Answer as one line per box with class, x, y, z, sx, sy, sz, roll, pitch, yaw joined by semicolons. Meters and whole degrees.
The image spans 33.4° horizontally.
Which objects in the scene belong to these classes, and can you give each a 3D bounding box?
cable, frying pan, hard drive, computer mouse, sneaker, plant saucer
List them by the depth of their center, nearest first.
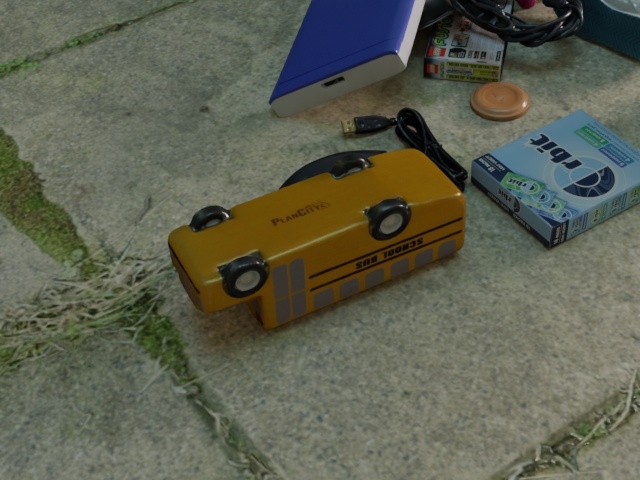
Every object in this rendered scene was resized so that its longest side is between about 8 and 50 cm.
computer mouse;0.045;-0.109;1.389;0.262;0.060;0.184;-16;46;-12
plant saucer;0.252;-0.198;1.500;0.083;0.013;0.083;-2;43;2
hard drive;0.054;-0.320;1.558;0.210;0.040;0.319;-17;36;31
frying pan;0.166;-0.347;1.571;0.197;0.053;0.326;-27;30;18
cable;0.307;-0.341;1.576;0.184;0.047;0.150;25;46;32
sneaker;0.441;-0.345;1.597;0.092;0.087;0.228;-29;56;-33

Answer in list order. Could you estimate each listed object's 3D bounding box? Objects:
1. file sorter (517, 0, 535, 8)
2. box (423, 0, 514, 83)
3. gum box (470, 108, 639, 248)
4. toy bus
file sorter;0.356;-0.549;1.728;0.182;0.202;0.291;-13;44;-14
box;0.226;-0.314;1.606;0.114;0.036;0.207;7;45;12
gum box;0.311;-0.082;1.355;0.184;0.041;0.157;-25;48;-20
toy bus;0.000;0.000;1.228;0.332;0.130;0.108;-22;47;-17
